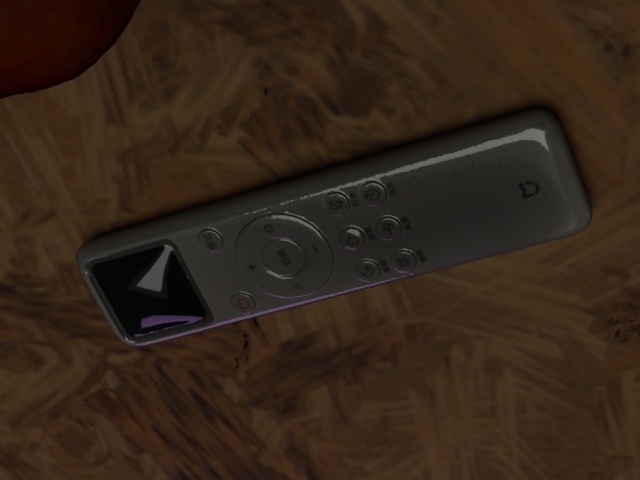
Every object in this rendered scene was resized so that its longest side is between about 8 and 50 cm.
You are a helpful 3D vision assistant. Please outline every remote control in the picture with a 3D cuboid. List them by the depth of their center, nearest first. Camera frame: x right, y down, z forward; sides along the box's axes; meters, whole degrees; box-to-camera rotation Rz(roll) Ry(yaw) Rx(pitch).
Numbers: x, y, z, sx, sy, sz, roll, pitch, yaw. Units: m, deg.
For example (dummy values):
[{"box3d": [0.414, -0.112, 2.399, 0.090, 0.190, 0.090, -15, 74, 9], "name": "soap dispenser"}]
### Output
[{"box3d": [0.000, 0.000, 0.700, 0.261, 0.029, 0.067, -15, 117, 20], "name": "remote control"}]

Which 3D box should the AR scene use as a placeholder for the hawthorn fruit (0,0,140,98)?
[{"box3d": [-0.147, -0.168, 0.502, 0.211, 0.211, 0.299, 25, 149, -4], "name": "hawthorn fruit"}]
